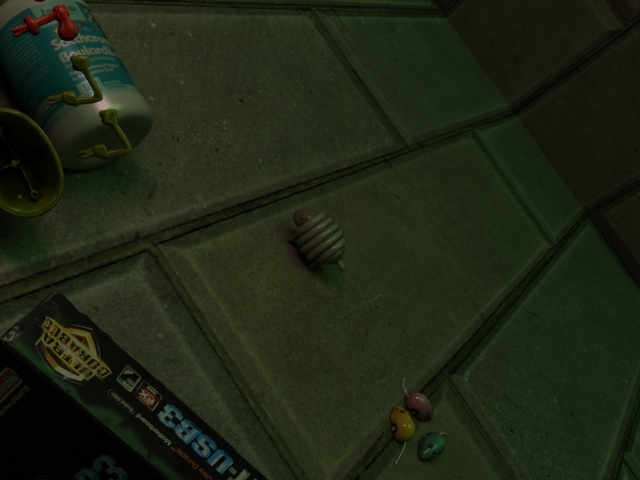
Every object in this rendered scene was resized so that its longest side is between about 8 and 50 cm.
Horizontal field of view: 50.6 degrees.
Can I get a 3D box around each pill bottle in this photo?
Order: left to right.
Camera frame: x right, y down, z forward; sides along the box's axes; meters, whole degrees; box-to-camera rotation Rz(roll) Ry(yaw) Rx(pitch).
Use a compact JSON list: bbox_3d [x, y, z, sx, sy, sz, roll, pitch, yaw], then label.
[{"bbox_3d":[-0.354,-0.239,0.928,0.146,0.146,0.264,-24,79,-54],"label":"pill bottle"}]

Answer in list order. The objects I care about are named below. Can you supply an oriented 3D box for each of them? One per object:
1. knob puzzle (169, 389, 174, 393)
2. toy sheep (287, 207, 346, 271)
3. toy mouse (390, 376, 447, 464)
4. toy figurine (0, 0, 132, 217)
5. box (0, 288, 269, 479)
[{"bbox_3d":[-0.246,0.210,0.737,0.213,0.030,0.213,34,22,-16],"label":"knob puzzle"},{"bbox_3d":[0.000,0.000,1.169,0.132,0.091,0.091,50,35,-4],"label":"toy sheep"},{"bbox_3d":[0.178,0.312,1.147,0.143,0.031,0.161,27,42,-31],"label":"toy mouse"},{"bbox_3d":[-0.408,-0.215,0.816,0.191,0.217,0.362,-37,112,-24],"label":"toy figurine"},{"bbox_3d":[-0.197,0.223,0.577,0.293,0.295,0.073,46,34,-11],"label":"box"}]
